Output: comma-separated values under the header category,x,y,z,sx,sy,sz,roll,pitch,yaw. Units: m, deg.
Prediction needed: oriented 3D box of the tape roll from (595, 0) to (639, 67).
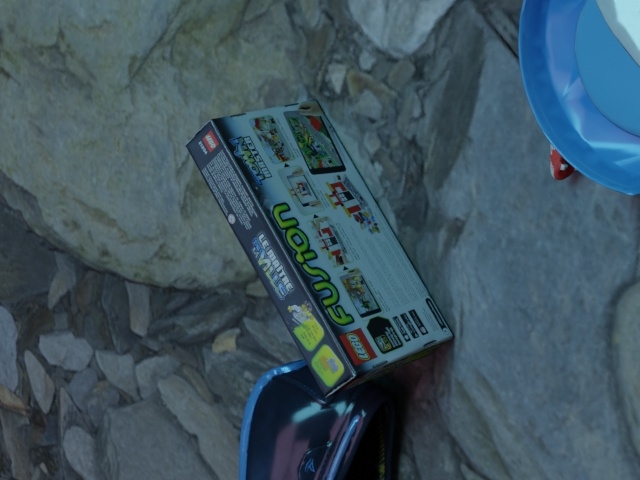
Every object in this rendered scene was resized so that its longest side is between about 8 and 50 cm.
category,x,y,z,sx,sy,sz,roll,pitch,yaw
tape roll,0.225,-0.145,0.628,0.219,0.072,0.219,-4,82,28

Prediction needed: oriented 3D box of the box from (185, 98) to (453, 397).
category,x,y,z,sx,sy,sz,roll,pitch,yaw
box,0.000,0.000,1.040,0.036,0.114,0.207,-40,74,41

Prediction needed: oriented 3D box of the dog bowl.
category,x,y,z,sx,sy,sz,roll,pitch,yaw
dog bowl,0.247,-0.089,0.783,0.297,0.074,0.165,24,119,36

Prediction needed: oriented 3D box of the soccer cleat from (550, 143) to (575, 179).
category,x,y,z,sx,sy,sz,roll,pitch,yaw
soccer cleat,0.158,-0.080,0.937,0.036,0.029,0.083,29,116,43

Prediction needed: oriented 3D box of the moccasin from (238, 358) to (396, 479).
category,x,y,z,sx,sy,sz,roll,pitch,yaw
moccasin,0.002,0.264,1.096,0.117,0.138,0.342,6,106,36
